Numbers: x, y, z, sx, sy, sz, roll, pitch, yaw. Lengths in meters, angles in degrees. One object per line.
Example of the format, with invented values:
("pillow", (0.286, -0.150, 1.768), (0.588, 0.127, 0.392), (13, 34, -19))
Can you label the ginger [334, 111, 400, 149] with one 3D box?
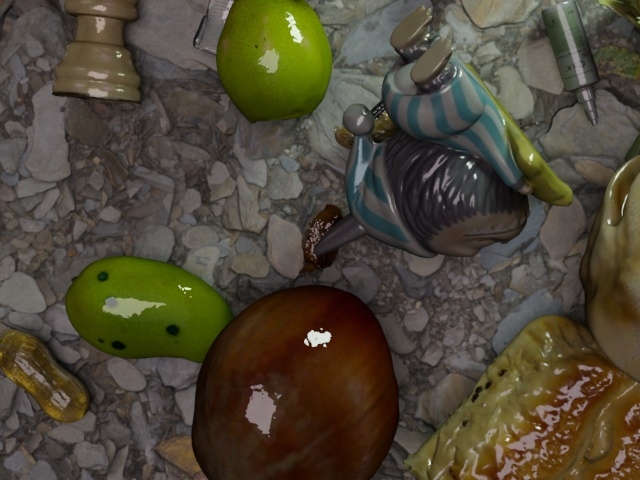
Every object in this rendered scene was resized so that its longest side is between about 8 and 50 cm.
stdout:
("ginger", (0.091, -0.177, 1.701), (0.137, 0.057, 0.044), (-17, 48, 14))

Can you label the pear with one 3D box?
("pear", (-0.071, -0.297, 1.654), (0.187, 0.187, 0.220), (-2, 98, 9))

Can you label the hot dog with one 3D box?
("hot dog", (0.384, 0.319, 1.648), (0.367, 0.196, 0.365), (37, 99, -3))

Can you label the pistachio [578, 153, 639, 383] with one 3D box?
("pistachio", (0.570, 0.027, 1.535), (0.445, 0.281, 0.365), (-36, 96, -18))

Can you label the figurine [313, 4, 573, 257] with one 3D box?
("figurine", (0.128, -0.088, 1.568), (0.377, 0.266, 0.361), (-39, 127, 12))

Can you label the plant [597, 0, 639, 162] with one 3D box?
("plant", (0.579, -0.269, 1.585), (0.261, 0.297, 0.306), (-27, 46, -12))

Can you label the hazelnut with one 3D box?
("hazelnut", (-0.040, 0.254, 1.629), (0.366, 0.366, 0.366), (1, 96, 9))

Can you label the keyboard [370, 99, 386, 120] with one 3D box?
("keyboard", (0.137, -0.224, 1.717), (0.204, 0.013, 0.061), (-42, 89, 10))

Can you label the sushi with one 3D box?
("sushi", (0.000, 0.000, 1.741), (0.055, 0.052, 0.120), (17, 101, 25))

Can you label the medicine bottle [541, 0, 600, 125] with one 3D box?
("medicine bottle", (0.404, -0.276, 1.649), (0.057, 0.057, 0.199), (-17, 93, 10))

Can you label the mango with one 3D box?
("mango", (-0.282, 0.121, 1.756), (0.293, 0.143, 0.175), (16, 99, -3))

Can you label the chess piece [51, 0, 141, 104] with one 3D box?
("chess piece", (-0.359, -0.386, 1.737), (0.139, 0.124, 0.307), (8, 94, 39))

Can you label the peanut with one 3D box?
("peanut", (-0.486, 0.235, 1.823), (0.206, 0.087, 0.087), (44, 100, 0))

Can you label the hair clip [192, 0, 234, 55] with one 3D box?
("hair clip", (-0.139, -0.410, 1.714), (0.159, 0.071, 0.218), (15, 103, 4))
